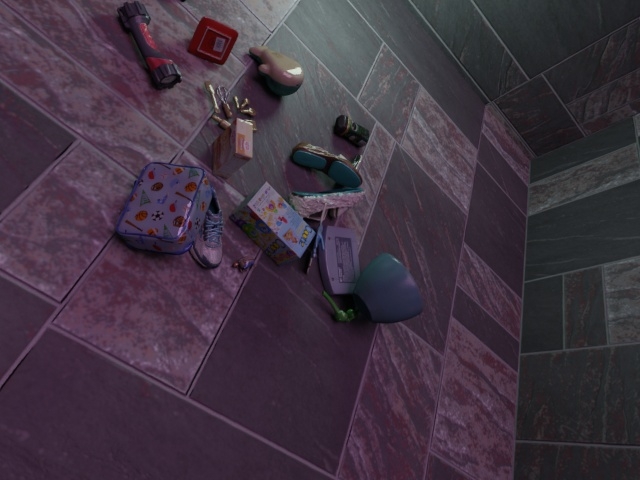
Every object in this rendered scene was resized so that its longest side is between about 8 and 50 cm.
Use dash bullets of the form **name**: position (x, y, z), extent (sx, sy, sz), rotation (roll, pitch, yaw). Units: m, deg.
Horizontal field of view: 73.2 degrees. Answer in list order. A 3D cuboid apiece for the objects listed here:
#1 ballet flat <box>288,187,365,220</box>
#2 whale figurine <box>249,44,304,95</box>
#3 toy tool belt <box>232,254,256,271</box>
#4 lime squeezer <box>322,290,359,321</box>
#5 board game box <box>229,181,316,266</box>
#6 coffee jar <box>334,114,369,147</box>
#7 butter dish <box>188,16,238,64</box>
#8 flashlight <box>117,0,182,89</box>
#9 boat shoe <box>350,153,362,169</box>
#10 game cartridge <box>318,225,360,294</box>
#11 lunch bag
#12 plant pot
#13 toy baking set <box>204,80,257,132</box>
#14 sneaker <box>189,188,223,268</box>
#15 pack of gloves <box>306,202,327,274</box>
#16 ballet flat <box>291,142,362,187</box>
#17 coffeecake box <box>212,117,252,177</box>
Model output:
- **ballet flat**: position (0.025, -0.157, 1.868), extent (0.408, 0.147, 0.147), rotation (-10, 80, -40)
- **whale figurine**: position (-0.202, -0.749, 1.904), extent (0.272, 0.141, 0.216), rotation (42, 46, 12)
- **toy tool belt**: position (-0.270, 0.089, 1.545), extent (0.083, 0.052, 0.051), rotation (-31, 86, -43)
- **lime squeezer**: position (0.107, 0.284, 1.785), extent (0.310, 0.058, 0.110), rotation (16, 57, -45)
- **board game box**: position (-0.177, -0.057, 1.619), extent (0.275, 0.142, 0.144), rotation (46, 50, -17)
- **coffee jar**: position (0.154, -0.544, 2.142), extent (0.184, 0.079, 0.096), rotation (23, 62, -34)
- **butter dish**: position (-0.434, -0.811, 1.715), extent (0.159, 0.160, 0.118), rotation (10, 44, -38)
- **flashlight**: position (-0.602, -0.700, 1.540), extent (0.304, 0.103, 0.103), rotation (65, 20, 1)
- **boat shoe**: position (0.141, -0.351, 2.057), extent (0.079, 0.084, 0.233), rotation (29, 47, 1)
- **game cartridge**: position (0.081, 0.087, 1.839), extent (0.196, 0.060, 0.294), rotation (9, 71, -43)
- **lunch bag**: position (-0.483, -0.109, 1.342), extent (0.243, 0.115, 0.304), rotation (6, 58, 9)
- **plant pot**: position (0.248, 0.224, 1.757), extent (0.195, 0.290, 0.290), rotation (-29, 93, -16)
- **toy baking set**: position (-0.363, -0.520, 1.725), extent (0.256, 0.030, 0.197), rotation (24, 56, -33)
- **sneaker**: position (-0.381, -0.048, 1.453), extent (0.110, 0.122, 0.283), rotation (-4, 76, -41)
- **pack of gloves**: position (0.000, 0.000, 1.721), extent (0.046, 0.195, 0.232), rotation (14, 58, 0)
- **ballet flat**: position (0.036, -0.349, 1.918), extent (0.342, 0.116, 0.124), rotation (20, 43, -11)
- **coffeecake box**: position (-0.322, -0.333, 1.574), extent (0.068, 0.185, 0.142), rotation (13, 65, -37)
